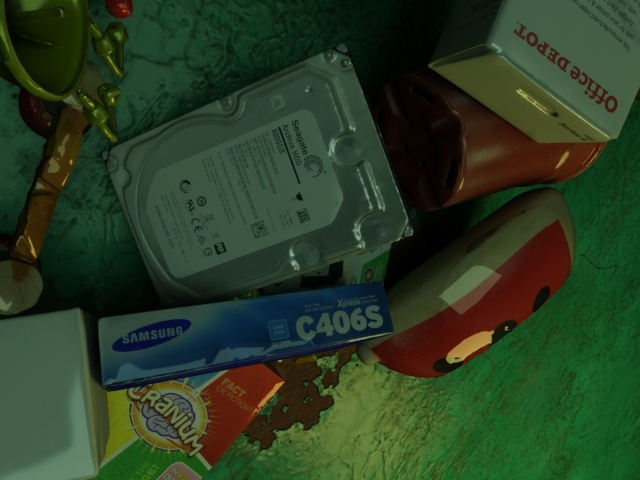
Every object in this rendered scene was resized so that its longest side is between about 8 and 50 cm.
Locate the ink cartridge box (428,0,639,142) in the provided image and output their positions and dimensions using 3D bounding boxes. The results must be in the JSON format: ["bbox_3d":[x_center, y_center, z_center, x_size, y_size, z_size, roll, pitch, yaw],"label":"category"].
[{"bbox_3d":[0.284,-0.286,0.566,0.211,0.121,0.289,25,89,-22],"label":"ink cartridge box"}]

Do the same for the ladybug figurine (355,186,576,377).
[{"bbox_3d":[0.254,0.083,0.826,0.449,0.305,0.162,-34,78,-11],"label":"ladybug figurine"}]

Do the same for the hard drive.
[{"bbox_3d":[-0.081,-0.062,0.613,0.338,0.064,0.237,-19,94,12],"label":"hard drive"}]

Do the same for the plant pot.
[{"bbox_3d":[0.241,-0.178,0.757,0.265,0.272,0.273,-22,113,-24],"label":"plant pot"}]

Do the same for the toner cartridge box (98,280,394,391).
[{"bbox_3d":[-0.096,0.125,0.643,0.347,0.165,0.075,-5,73,-24],"label":"toner cartridge box"}]

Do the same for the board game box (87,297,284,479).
[{"bbox_3d":[-0.245,0.264,0.748,0.316,0.064,0.242,-49,119,-8],"label":"board game box"}]

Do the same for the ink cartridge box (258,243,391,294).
[{"bbox_3d":[0.000,0.000,0.738,0.208,0.087,0.153,3,103,-30],"label":"ink cartridge box"}]

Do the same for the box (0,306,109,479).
[{"bbox_3d":[-0.416,0.184,0.509,0.345,0.215,0.168,-7,82,-21],"label":"box"}]

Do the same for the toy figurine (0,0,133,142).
[{"bbox_3d":[-0.294,-0.273,0.416,0.217,0.191,0.363,1,80,-4],"label":"toy figurine"}]

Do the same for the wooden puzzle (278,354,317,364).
[{"bbox_3d":[-0.066,0.180,0.829,0.116,0.078,0.014,42,38,-35],"label":"wooden puzzle"}]

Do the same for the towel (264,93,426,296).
[{"bbox_3d":[0.012,-0.027,0.823,0.324,0.056,0.312,-37,120,-17],"label":"towel"}]

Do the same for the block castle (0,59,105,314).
[{"bbox_3d":[-0.467,-0.107,0.455,0.453,0.212,0.303,20,82,-37],"label":"block castle"}]
